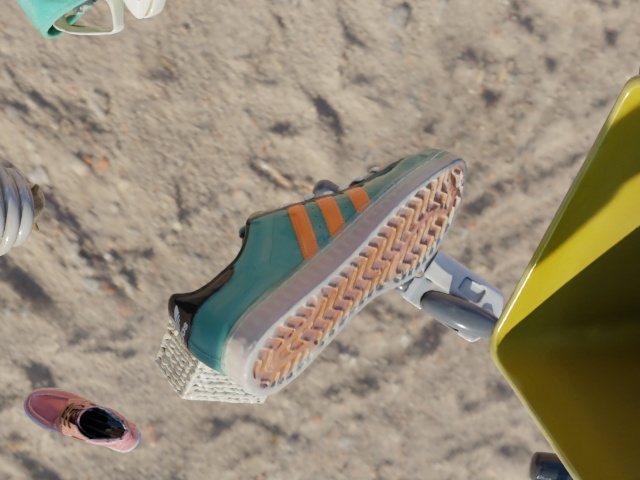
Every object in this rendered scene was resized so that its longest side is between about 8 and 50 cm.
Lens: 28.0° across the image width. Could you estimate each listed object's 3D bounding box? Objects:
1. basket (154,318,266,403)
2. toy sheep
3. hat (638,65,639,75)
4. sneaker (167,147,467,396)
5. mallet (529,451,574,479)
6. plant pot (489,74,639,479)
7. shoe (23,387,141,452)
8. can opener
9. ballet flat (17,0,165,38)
[{"bbox_3d":[-0.142,0.168,1.873,0.167,0.113,0.103,9,115,-41],"label":"basket"},{"bbox_3d":[-0.277,-0.025,1.016,0.132,0.091,0.091,-12,118,-40],"label":"toy sheep"},{"bbox_3d":[0.346,-0.063,1.064,0.208,0.173,0.183,-39,137,-32],"label":"hat"},{"bbox_3d":[0.000,0.000,1.085,0.302,0.121,0.108,-39,144,-31],"label":"sneaker"},{"bbox_3d":[0.268,0.327,1.481,0.039,0.062,0.189,112,-6,-49],"label":"mallet"},{"bbox_3d":[0.254,0.052,0.711,0.187,0.212,0.212,-4,134,-31],"label":"plant pot"},{"bbox_3d":[-0.340,0.246,1.803,0.081,0.178,0.063,82,29,-72],"label":"shoe"},{"bbox_3d":[0.102,0.026,1.558,0.283,0.095,0.076,34,89,-5],"label":"can opener"},{"bbox_3d":[-0.192,-0.246,1.220,0.083,0.247,0.087,-43,114,-45],"label":"ballet flat"}]
